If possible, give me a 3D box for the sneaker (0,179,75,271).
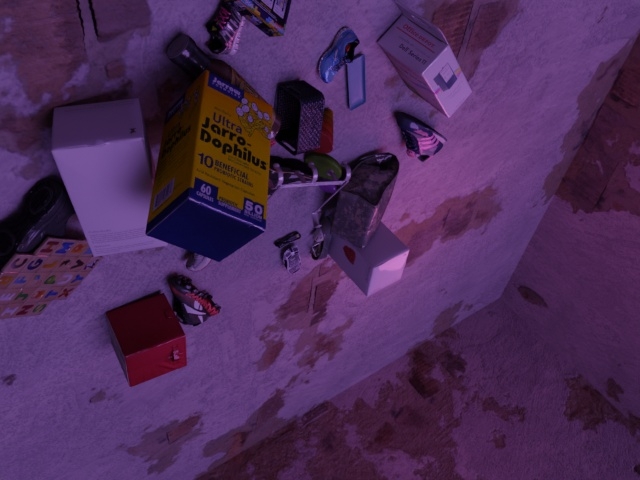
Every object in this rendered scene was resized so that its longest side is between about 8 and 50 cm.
[{"bbox_3d":[-0.693,-0.015,1.512,0.286,0.109,0.130,-42,157,4],"label":"sneaker"}]

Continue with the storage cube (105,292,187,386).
[{"bbox_3d":[-0.551,0.316,1.986,0.193,0.215,0.183,-18,143,-25],"label":"storage cube"}]

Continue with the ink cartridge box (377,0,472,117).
[{"bbox_3d":[0.308,-0.538,1.879,0.119,0.207,0.353,-47,148,6],"label":"ink cartridge box"}]

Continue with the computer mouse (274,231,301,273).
[{"bbox_3d":[-0.114,0.050,2.311,0.106,0.042,0.193,-33,143,-24],"label":"computer mouse"}]

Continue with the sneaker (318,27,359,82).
[{"bbox_3d":[0.053,-0.512,1.754,0.063,0.073,0.162,-1,130,-49],"label":"sneaker"}]

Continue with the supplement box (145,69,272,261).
[{"bbox_3d":[-0.246,-0.167,1.422,0.194,0.356,0.195,23,142,-34],"label":"supplement box"}]

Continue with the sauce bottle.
[{"bbox_3d":[-0.234,-0.366,1.541,0.111,0.111,0.344,-45,138,6],"label":"sauce bottle"}]

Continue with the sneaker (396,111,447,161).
[{"bbox_3d":[0.347,-0.360,2.245,0.319,0.112,0.131,14,116,-53],"label":"sneaker"}]

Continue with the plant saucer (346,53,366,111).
[{"bbox_3d":[0.109,-0.483,1.911,0.067,0.018,0.192,-32,147,-16],"label":"plant saucer"}]

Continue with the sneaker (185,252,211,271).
[{"bbox_3d":[-0.369,0.000,1.933,0.093,0.088,0.225,15,120,-32],"label":"sneaker"}]

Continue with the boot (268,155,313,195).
[{"bbox_3d":[-0.119,-0.190,1.981,0.198,0.076,0.137,11,127,-38],"label":"boot"}]

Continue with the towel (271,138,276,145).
[{"bbox_3d":[-0.242,-0.295,1.737,0.199,0.031,0.275,-39,150,-4],"label":"towel"}]

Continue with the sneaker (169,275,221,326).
[{"bbox_3d":[-0.441,0.212,2.084,0.135,0.097,0.276,-41,151,-6],"label":"sneaker"}]

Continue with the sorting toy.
[{"bbox_3d":[0.026,-0.292,2.010,0.365,0.127,0.126,70,42,-61],"label":"sorting toy"}]

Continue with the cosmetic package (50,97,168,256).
[{"bbox_3d":[-0.487,-0.139,1.483,0.197,0.155,0.365,-8,140,-11],"label":"cosmetic package"}]

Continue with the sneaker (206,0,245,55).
[{"bbox_3d":[-0.226,-0.504,1.456,0.075,0.063,0.170,-26,152,-36],"label":"sneaker"}]

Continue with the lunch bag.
[{"bbox_3d":[0.168,-0.159,2.230,0.287,0.169,0.235,-54,165,-39],"label":"lunch bag"}]

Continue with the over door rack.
[{"bbox_3d":[-0.073,-0.146,1.932,0.240,0.108,0.324,-5,154,-23],"label":"over door rack"}]

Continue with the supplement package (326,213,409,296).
[{"bbox_3d":[0.163,0.029,2.350,0.175,0.293,0.177,-25,145,-27],"label":"supplement package"}]

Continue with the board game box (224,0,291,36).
[{"bbox_3d":[-0.135,-0.571,1.428,0.170,0.048,0.141,22,78,-56],"label":"board game box"}]

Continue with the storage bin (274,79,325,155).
[{"bbox_3d":[-0.062,-0.347,1.768,0.084,0.122,0.180,-22,137,-31],"label":"storage bin"}]

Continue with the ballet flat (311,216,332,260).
[{"bbox_3d":[0.000,0.000,2.348,0.068,0.072,0.213,-20,143,-23],"label":"ballet flat"}]

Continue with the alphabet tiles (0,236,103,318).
[{"bbox_3d":[-0.714,0.099,1.609,0.285,0.011,0.342,-46,168,8],"label":"alphabet tiles"}]
